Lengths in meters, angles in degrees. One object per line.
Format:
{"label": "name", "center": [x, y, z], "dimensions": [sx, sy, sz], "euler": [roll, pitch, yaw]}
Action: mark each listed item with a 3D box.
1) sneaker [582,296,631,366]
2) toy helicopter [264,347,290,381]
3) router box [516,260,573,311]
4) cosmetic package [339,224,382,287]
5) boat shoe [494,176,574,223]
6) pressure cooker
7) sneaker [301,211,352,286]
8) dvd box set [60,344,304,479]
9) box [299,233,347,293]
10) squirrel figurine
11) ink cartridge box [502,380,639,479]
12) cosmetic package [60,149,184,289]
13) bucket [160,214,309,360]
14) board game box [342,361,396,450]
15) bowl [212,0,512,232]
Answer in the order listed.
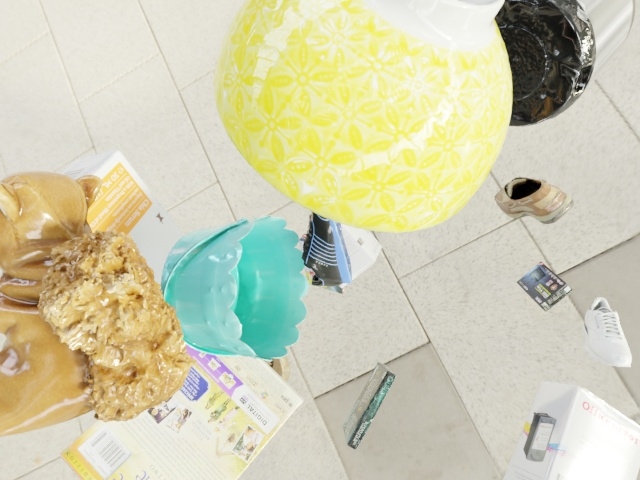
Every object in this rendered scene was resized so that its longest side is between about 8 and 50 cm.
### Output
{"label": "sneaker", "center": [0.724, 0.231, 1.087], "dimensions": [0.090, 0.235, 0.095], "euler": [8, 111, 14]}
{"label": "toy helicopter", "center": [-0.194, 0.290, 1.367], "dimensions": [0.235, 0.140, 0.355], "euler": [-49, 62, 47]}
{"label": "router box", "center": [0.621, 0.127, 1.194], "dimensions": [0.038, 0.122, 0.092], "euler": [36, 107, -23]}
{"label": "cosmetic package", "center": [0.076, 0.020, 1.378], "dimensions": [0.184, 0.151, 0.151], "euler": [47, 115, -2]}
{"label": "boat shoe", "center": [0.613, -0.140, 1.281], "dimensions": [0.120, 0.324, 0.122], "euler": [40, 93, -9]}
{"label": "pressure cooker", "center": [0.588, -0.546, 1.134], "dimensions": [0.369, 0.376, 0.420], "euler": [25, 56, 40]}
{"label": "sneaker", "center": [0.000, 0.000, 0.840], "dimensions": [0.090, 0.081, 0.232], "euler": [-10, 121, 9]}
{"label": "dvd box set", "center": [-0.285, 0.415, 0.955], "dimensions": [0.307, 0.062, 0.420], "euler": [40, 58, 11]}
{"label": "box", "center": [0.013, 0.091, 1.617], "dimensions": [0.159, 0.233, 0.044], "euler": [14, 46, 25]}
{"label": "squirrel figurine", "center": [-0.373, 0.076, 0.663], "dimensions": [0.396, 0.281, 0.371], "euler": [1, 97, 25]}
{"label": "ink cartridge box", "center": [0.582, 0.521, 0.988], "dimensions": [0.226, 0.131, 0.306], "euler": [35, 71, -6]}
{"label": "cosmetic package", "center": [-0.460, 0.040, 1.037], "dimensions": [0.161, 0.453, 0.230], "euler": [-4, 43, 27]}
{"label": "bucket", "center": [-0.162, 0.093, 0.843], "dimensions": [0.183, 0.281, 0.281], "euler": [-3, 80, 25]}
{"label": "board game box", "center": [0.113, 0.383, 1.011], "dimensions": [0.026, 0.126, 0.186], "euler": [31, 84, 1]}
{"label": "bowl", "center": [0.062, -0.169, 0.373], "dimensions": [0.289, 0.156, 0.290], "euler": [10, 57, -16]}
